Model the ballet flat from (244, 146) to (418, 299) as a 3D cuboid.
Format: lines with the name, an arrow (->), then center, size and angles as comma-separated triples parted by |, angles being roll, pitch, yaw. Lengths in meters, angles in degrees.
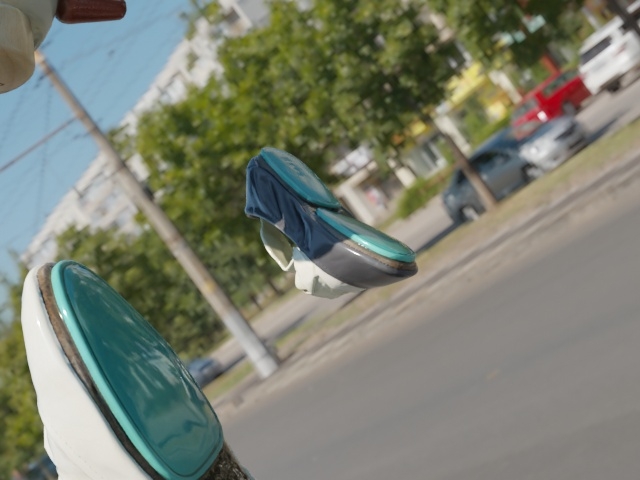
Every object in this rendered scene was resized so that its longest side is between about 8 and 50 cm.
ballet flat -> 0.000, 0.000, 0.893 | 0.074, 0.074, 0.203 | -36, 38, -10

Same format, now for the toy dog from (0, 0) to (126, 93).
toy dog -> -0.262, -0.140, 0.869 | 0.161, 0.220, 0.334 | 10, -2, -41

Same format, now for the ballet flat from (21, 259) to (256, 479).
ballet flat -> -0.105, 0.196, 0.911 | 0.139, 0.400, 0.139 | -43, 0, 0
